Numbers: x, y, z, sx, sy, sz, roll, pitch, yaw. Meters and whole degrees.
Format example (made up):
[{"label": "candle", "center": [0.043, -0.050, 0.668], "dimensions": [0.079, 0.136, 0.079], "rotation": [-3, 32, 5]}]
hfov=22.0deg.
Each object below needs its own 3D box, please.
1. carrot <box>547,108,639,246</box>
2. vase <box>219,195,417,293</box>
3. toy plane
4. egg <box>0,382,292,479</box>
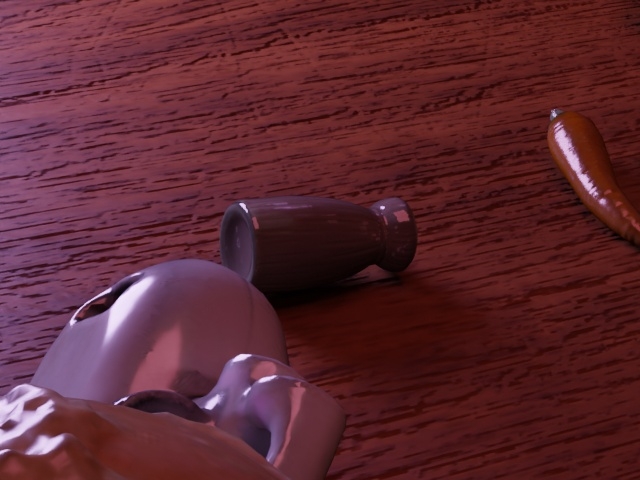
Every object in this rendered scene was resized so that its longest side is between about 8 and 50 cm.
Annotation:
[{"label": "carrot", "center": [0.171, -0.039, 1.023], "dimensions": [0.035, 0.035, 0.142], "rotation": [-3, 39, -15]}, {"label": "vase", "center": [0.000, 0.000, 0.905], "dimensions": [0.101, 0.053, 0.053], "rotation": [-5, 32, -26]}, {"label": "toy plane", "center": [-0.072, 0.121, 0.549], "dimensions": [0.118, 0.252, 0.252], "rotation": [31, 22, -25]}, {"label": "egg", "center": [-0.076, 0.145, 0.354], "dimensions": [0.203, 0.245, 0.203], "rotation": [28, 17, -9]}]
